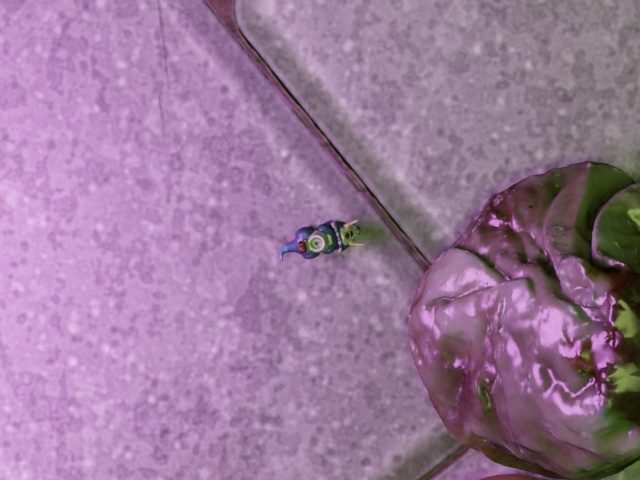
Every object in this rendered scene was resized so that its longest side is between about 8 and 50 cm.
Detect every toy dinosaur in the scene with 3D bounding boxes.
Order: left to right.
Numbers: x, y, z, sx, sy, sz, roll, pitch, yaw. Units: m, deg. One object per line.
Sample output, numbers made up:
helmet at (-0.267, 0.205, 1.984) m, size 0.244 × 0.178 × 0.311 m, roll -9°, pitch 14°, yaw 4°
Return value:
toy dinosaur at (0.000, 0.000, 1.720) m, size 0.083 × 0.047 × 0.030 m, roll -13°, pitch 96°, yaw 5°

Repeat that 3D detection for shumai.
shumai at (0.231, 0.087, 1.603) m, size 0.304 × 0.263 × 0.309 m, roll -1°, pitch 95°, yaw 3°

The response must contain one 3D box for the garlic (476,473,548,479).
garlic at (0.218, 0.328, 1.683) m, size 0.191 × 0.214 × 0.160 m, roll -22°, pitch 120°, yaw -28°
